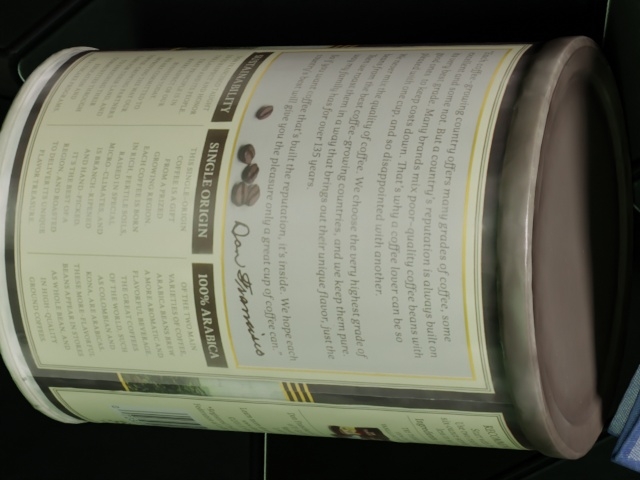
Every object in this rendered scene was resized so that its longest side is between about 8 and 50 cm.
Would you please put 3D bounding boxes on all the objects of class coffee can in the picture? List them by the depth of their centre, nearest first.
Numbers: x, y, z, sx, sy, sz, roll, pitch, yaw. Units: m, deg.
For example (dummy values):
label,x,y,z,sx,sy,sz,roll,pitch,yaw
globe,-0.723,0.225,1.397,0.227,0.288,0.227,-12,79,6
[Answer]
label,x,y,z,sx,sy,sz,roll,pitch,yaw
coffee can,0.000,0.000,0.983,0.275,0.201,0.201,2,122,22

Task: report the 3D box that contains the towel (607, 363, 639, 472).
label,x,y,z,sx,sy,sz,roll,pitch,yaw
towel,0.268,0.035,0.885,0.209,0.034,0.285,22,130,4
